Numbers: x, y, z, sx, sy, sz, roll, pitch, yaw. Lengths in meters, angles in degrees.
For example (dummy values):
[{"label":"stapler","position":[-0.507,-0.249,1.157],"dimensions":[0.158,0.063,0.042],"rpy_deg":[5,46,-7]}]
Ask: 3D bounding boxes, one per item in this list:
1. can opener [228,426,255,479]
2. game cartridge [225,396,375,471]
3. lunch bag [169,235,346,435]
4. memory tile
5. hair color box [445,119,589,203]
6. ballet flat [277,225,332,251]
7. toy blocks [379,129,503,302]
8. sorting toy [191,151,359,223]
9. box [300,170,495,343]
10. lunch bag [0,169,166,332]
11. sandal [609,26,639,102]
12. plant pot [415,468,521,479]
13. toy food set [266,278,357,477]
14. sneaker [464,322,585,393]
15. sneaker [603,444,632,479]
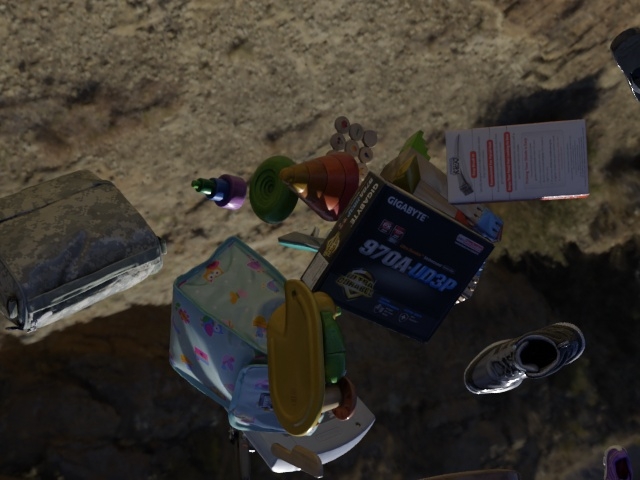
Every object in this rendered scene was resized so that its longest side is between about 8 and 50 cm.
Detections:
[{"label":"can opener","position":[-0.181,0.494,1.851],"dimensions":[0.073,0.186,0.059],"rpy_deg":[8,119,-11]},{"label":"game cartridge","position":[-0.031,0.362,1.603],"dimensions":[0.294,0.196,0.060],"rpy_deg":[-7,130,-46]},{"label":"lunch bag","position":[-0.088,0.163,1.156],"dimensions":[0.160,0.262,0.223],"rpy_deg":[-41,160,-35]},{"label":"memory tile","position":[0.060,-0.170,1.601],"dimensions":[0.113,0.147,0.012],"rpy_deg":[23,166,-34]},{"label":"hair color box","position":[0.241,-0.095,0.975],"dimensions":[0.167,0.093,0.053],"rpy_deg":[-2,179,15]},{"label":"ballet flat","position":[0.000,0.000,1.845],"dimensions":[0.213,0.068,0.072],"rpy_deg":[14,173,28]},{"label":"toy blocks","position":[0.188,0.019,1.476],"dimensions":[0.191,0.261,0.381],"rpy_deg":[-34,-159,57]},{"label":"sorting toy","position":[-0.103,-0.099,1.386],"dimensions":[0.126,0.126,0.366],"rpy_deg":[9,174,-44]},{"label":"box","position":[0.106,0.029,1.064],"dimensions":[0.220,0.051,0.175],"rpy_deg":[26,103,-34]},{"label":"lunch bag","position":[-0.473,0.028,1.454],"dimensions":[0.305,0.256,0.212],"rpy_deg":[-26,125,-34]},{"label":"sandal","position":[0.651,-0.321,1.555],"dimensions":[0.255,0.054,0.097],"rpy_deg":[25,126,-37]},{"label":"plant pot","position":[0.282,0.579,1.521],"dimensions":[0.263,0.229,0.263],"rpy_deg":[-7,154,-3]},{"label":"toy food set","position":[-0.005,0.154,0.917],"dimensions":[0.071,0.217,0.128],"rpy_deg":[3,171,-30]},{"label":"sneaker","position":[0.397,0.244,1.606],"dimensions":[0.269,0.101,0.153],"rpy_deg":[-29,165,24]},{"label":"sneaker","position":[0.676,0.553,1.788],"dimensions":[0.068,0.169,0.071],"rpy_deg":[-6,-175,3]}]
